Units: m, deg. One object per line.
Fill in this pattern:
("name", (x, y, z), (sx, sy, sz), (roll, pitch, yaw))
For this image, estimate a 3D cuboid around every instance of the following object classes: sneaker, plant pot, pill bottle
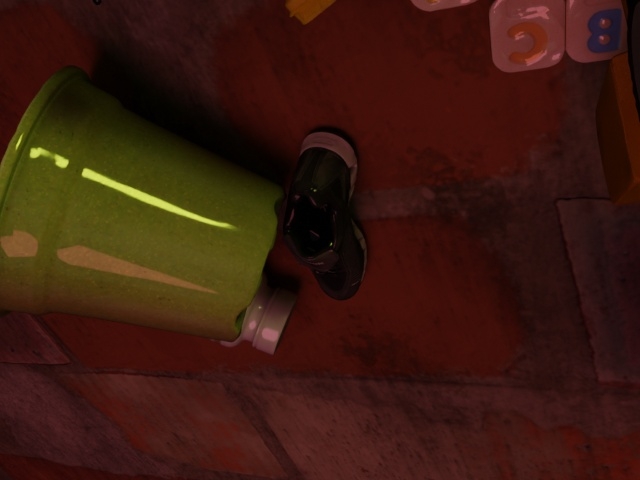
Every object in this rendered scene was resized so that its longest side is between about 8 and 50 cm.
("sneaker", (0.000, 0.000, 0.799), (0.078, 0.106, 0.234), (10, 137, 17))
("plant pot", (-0.182, -0.013, 0.779), (0.254, 0.276, 0.276), (18, 139, -7))
("pill bottle", (-0.130, 0.073, 0.933), (0.187, 0.112, 0.112), (23, 139, 3))

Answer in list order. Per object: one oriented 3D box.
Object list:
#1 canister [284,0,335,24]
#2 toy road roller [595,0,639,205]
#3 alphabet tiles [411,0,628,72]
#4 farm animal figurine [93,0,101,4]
("canister", (-0.025, -0.271, 0.557), (0.126, 0.073, 0.170), (-27, 116, 41))
("toy road roller", (0.271, -0.157, 0.429), (0.203, 0.240, 0.329), (-10, 170, 15))
("alphabet tiles", (0.190, -0.238, 0.477), (0.284, 0.021, 0.278), (-6, 134, 12))
("farm animal figurine", (-0.167, -0.353, 0.443), (0.330, 0.172, 0.327), (-19, 127, 40))
